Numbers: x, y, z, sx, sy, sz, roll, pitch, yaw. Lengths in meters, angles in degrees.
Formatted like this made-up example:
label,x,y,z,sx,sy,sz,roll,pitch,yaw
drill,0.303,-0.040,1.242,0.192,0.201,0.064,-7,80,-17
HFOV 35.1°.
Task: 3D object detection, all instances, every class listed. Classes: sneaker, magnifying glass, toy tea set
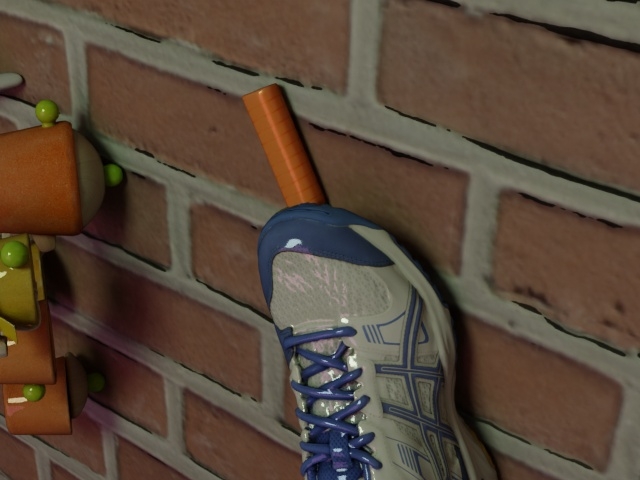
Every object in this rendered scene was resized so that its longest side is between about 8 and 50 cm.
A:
label,x,y,z,sx,sy,sz,roll,pitch,yaw
sneaker,0.035,0.120,0.660,0.111,0.131,0.297,-17,108,33
magnifying glass,0.000,0.000,0.723,0.092,0.026,0.231,-12,104,43
toy tea set,-0.228,0.044,0.885,0.336,0.124,0.200,105,155,-57

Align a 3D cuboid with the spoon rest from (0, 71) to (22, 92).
label,x,y,z,sx,sy,sz,roll,pitch,yaw
spoon rest,-0.343,-0.247,0.841,0.137,0.084,0.277,-8,108,42
